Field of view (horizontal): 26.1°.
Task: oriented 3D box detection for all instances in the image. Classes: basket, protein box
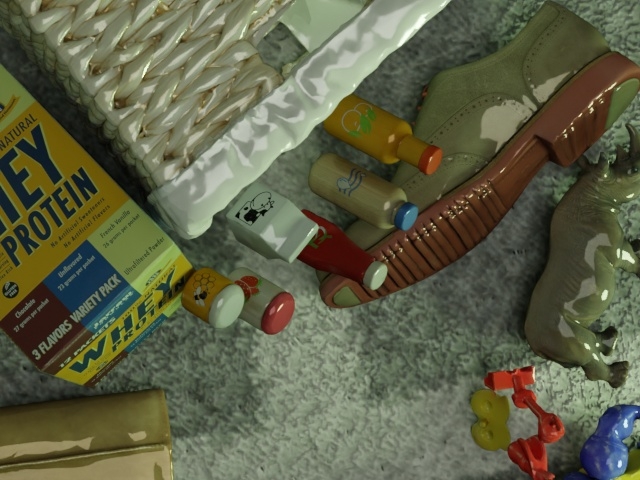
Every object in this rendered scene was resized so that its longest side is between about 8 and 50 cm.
[{"bbox_3d":[-0.076,-0.205,1.074,0.328,0.331,0.266,-42,99,-6],"label":"basket"},{"bbox_3d":[-0.216,-0.004,1.096,0.136,0.201,0.200,-44,82,-6],"label":"protein box"}]

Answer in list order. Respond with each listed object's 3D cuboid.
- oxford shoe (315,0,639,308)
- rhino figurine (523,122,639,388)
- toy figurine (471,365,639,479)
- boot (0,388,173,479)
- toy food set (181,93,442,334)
[{"bbox_3d":[0.121,-0.075,1.251,0.348,0.123,0.130,-38,69,-2],"label":"oxford shoe"},{"bbox_3d":[0.258,0.007,1.286,0.106,0.073,0.243,16,89,-15],"label":"rhino figurine"},{"bbox_3d":[0.284,0.283,1.258,0.217,0.191,0.363,-9,97,-16],"label":"toy figurine"},{"bbox_3d":[-0.267,0.150,1.187,0.269,0.089,0.236,-2,98,-14],"label":"boot"},{"bbox_3d":[0.000,0.000,1.138,0.104,0.111,0.232,29,68,26],"label":"toy food set"}]
